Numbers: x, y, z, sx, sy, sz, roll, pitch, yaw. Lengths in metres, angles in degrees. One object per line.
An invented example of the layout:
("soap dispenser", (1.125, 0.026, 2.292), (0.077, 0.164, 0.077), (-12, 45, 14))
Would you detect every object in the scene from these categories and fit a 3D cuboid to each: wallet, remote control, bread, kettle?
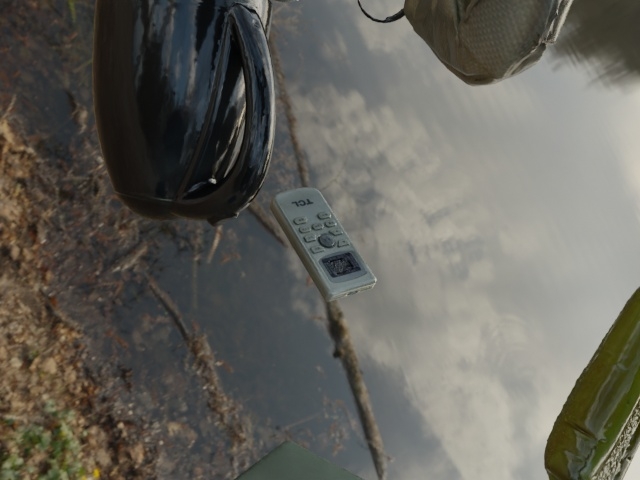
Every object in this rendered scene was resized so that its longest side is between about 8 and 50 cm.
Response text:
("wallet", (0.123, -0.252, 0.476), (0.068, 0.335, 0.274), (10, 34, -16))
("remote control", (0.000, 0.000, 1.098), (0.088, 0.029, 0.190), (-12, 58, -33))
("bread", (0.477, 0.242, 1.230), (0.166, 0.112, 0.383), (37, 80, -41))
("kettle", (-0.158, -0.159, 0.910), (0.207, 0.269, 0.290), (1, 100, -51))

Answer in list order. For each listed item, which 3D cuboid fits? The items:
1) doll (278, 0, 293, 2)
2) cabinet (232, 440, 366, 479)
("doll", (-0.057, -0.356, 0.998), (0.094, 0.079, 0.180), (45, 11, 0))
("cabinet", (-0.020, 0.279, 0.513), (0.145, 0.206, 0.150), (22, 17, 21))
